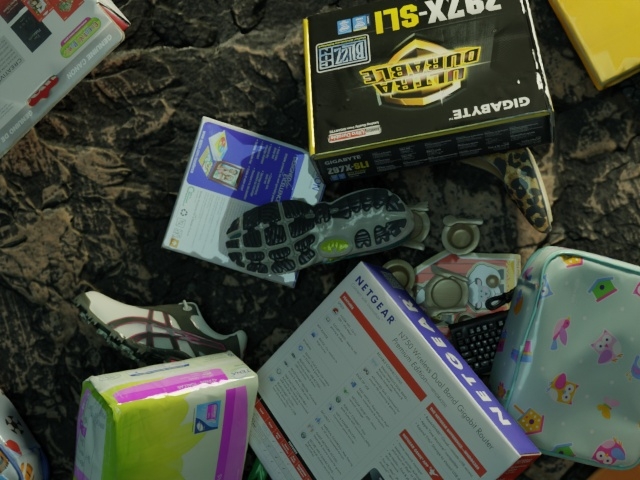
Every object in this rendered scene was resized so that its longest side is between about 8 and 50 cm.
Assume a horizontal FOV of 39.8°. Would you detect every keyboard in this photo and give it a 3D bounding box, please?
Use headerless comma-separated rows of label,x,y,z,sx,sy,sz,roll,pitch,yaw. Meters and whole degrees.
keyboard,0.271,0.119,1.234,0.180,0.023,0.108,-15,89,-2

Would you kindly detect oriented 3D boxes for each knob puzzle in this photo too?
knob puzzle,0.191,0.105,1.269,0.213,0.030,0.213,-1,86,11

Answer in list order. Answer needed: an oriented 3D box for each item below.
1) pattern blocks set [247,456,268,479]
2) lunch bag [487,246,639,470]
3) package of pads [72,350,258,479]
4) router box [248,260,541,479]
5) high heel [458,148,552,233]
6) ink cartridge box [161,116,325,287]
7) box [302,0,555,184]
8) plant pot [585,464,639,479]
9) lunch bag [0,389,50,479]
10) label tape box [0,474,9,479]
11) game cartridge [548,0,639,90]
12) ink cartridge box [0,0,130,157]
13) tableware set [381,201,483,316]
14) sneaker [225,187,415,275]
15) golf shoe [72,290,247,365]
pattern blocks set,0.021,0.438,1.281,0.324,0.026,0.285,33,93,12
lunch bag,0.355,0.159,1.178,0.223,0.108,0.279,14,94,-5
package of pads,-0.217,0.310,1.191,0.101,0.229,0.297,31,119,46
router box,0.069,0.252,1.180,0.301,0.082,0.335,-47,60,16
high heel,0.201,-0.093,1.245,0.186,0.093,0.261,-25,68,5
ink cartridge box,-0.108,-0.055,1.323,0.208,0.045,0.206,18,90,-3
box,0.142,-0.228,1.230,0.321,0.079,0.257,-9,57,11
plant pot,0.464,0.393,1.083,0.291,0.291,0.203,-38,96,7
lunch bag,-0.589,0.326,1.371,0.243,0.115,0.303,-42,80,8
label tape box,-0.367,0.529,1.301,0.347,0.115,0.249,31,93,9
game cartridge,0.448,-0.417,1.248,0.285,0.052,0.324,-27,79,8
ink cartridge box,-0.469,-0.296,1.380,0.309,0.130,0.272,-41,81,6
tableware set,0.154,0.025,1.270,0.141,0.020,0.169,9,77,18
sneaker,0.000,0.000,1.261,0.275,0.110,0.107,-6,75,12
golf shoe,-0.240,0.137,1.332,0.272,0.105,0.120,29,75,7
